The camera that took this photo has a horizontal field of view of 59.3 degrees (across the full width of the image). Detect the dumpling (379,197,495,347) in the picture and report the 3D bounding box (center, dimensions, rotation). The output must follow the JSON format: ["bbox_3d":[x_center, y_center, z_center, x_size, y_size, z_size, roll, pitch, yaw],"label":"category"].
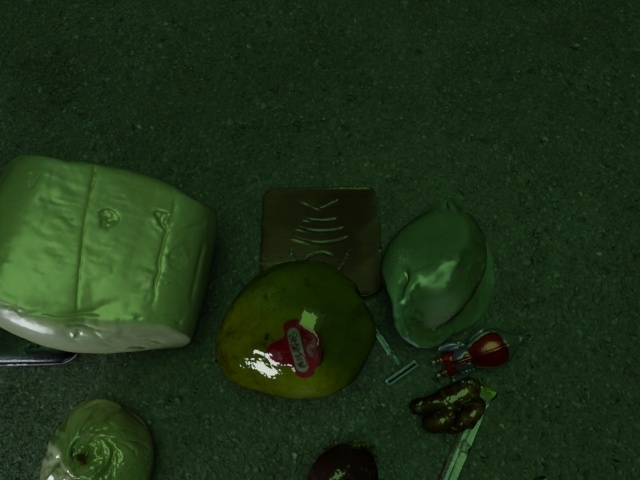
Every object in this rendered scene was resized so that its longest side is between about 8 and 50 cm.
[{"bbox_3d":[0.264,0.070,1.226,0.321,0.212,0.270,-40,78,-2],"label":"dumpling"}]

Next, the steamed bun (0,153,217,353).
[{"bbox_3d":[-0.469,0.053,1.183,0.456,0.290,0.371,16,69,-16],"label":"steamed bun"}]

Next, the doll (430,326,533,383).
[{"bbox_3d":[0.356,0.245,1.236,0.228,0.075,0.102,-23,87,3],"label":"doll"}]

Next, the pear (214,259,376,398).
[{"bbox_3d":[-0.065,0.192,1.166,0.375,0.287,0.287,-22,72,17],"label":"pear"}]

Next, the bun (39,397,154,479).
[{"bbox_3d":[-0.467,0.453,1.141,0.244,0.153,0.243,-2,72,5],"label":"bun"}]

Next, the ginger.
[{"bbox_3d":[0.280,0.364,1.202,0.162,0.073,0.103,-23,56,6],"label":"ginger"}]

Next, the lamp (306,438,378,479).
[{"bbox_3d":[0.038,0.482,1.136,0.157,0.156,0.135,-15,25,-34],"label":"lamp"}]

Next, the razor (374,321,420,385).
[{"bbox_3d":[0.133,0.215,1.274,0.084,0.036,0.211,-37,68,11],"label":"razor"}]

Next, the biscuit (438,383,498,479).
[{"bbox_3d":[0.300,0.444,1.198,0.048,0.026,0.291,26,74,13],"label":"biscuit"}]

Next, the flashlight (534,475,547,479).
[{"bbox_3d":[0.436,0.517,1.175,0.083,0.018,0.018,-22,73,-6],"label":"flashlight"}]

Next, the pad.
[{"bbox_3d":[0.000,0.000,1.341,0.287,0.018,0.283,-1,68,1],"label":"pad"}]

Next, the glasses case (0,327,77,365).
[{"bbox_3d":[-0.690,0.217,1.255,0.315,0.075,0.122,-1,68,-2],"label":"glasses case"}]
